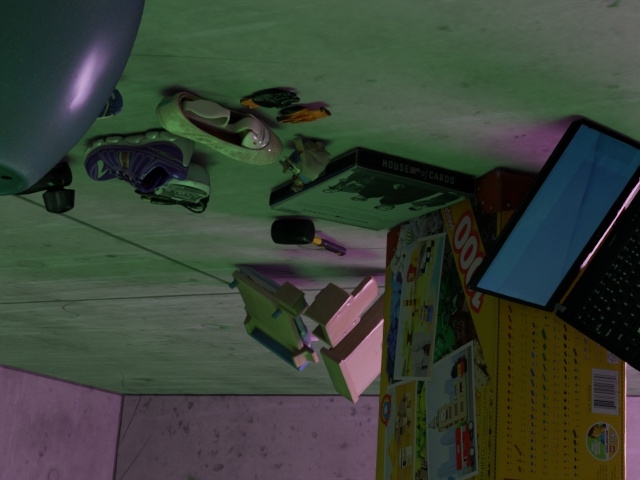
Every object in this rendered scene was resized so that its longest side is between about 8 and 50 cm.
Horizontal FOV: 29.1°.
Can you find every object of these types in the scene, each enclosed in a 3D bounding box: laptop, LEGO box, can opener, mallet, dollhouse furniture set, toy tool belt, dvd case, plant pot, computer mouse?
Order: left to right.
[{"bbox_3d":[-0.305,-0.150,1.065,0.290,0.196,0.290,4,165,1],"label":"plant pot"},{"bbox_3d":[-0.393,-0.075,1.661,0.059,0.073,0.186,7,177,-43],"label":"can opener"},{"bbox_3d":[-0.182,-0.076,1.630,0.106,0.042,0.193,13,169,-15],"label":"computer mouse"},{"bbox_3d":[-0.025,-0.097,1.500,0.051,0.052,0.083,40,153,-9],"label":"toy tool belt"},{"bbox_3d":[-0.010,0.083,2.148,0.303,0.198,0.286,31,156,31],"label":"dollhouse furniture set"},{"bbox_3d":[0.000,0.000,1.886,0.062,0.039,0.189,-1,169,34],"label":"mallet"},{"bbox_3d":[0.064,-0.062,1.629,0.179,0.030,0.238,12,164,-27],"label":"dvd case"},{"bbox_3d":[0.231,0.200,1.657,0.193,0.500,0.372,8,164,-18],"label":"LEGO box"},{"bbox_3d":[0.349,0.023,1.401,0.264,0.234,0.136,35,-162,12],"label":"laptop"}]

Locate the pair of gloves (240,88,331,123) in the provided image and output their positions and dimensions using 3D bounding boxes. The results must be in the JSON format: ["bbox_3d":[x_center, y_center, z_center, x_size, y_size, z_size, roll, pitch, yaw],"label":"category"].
[{"bbox_3d":[-0.038,-0.148,1.363,0.074,0.010,0.083,-7,159,41],"label":"pair of gloves"}]

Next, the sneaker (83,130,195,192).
[{"bbox_3d":[-0.230,-0.091,1.519,0.169,0.071,0.068,-6,162,38],"label":"sneaker"}]

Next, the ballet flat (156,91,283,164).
[{"bbox_3d":[-0.104,-0.125,1.386,0.168,0.057,0.052,13,153,-33],"label":"ballet flat"}]

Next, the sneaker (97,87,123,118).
[{"bbox_3d":[-0.278,-0.160,1.327,0.135,0.052,0.058,13,175,-4],"label":"sneaker"}]
